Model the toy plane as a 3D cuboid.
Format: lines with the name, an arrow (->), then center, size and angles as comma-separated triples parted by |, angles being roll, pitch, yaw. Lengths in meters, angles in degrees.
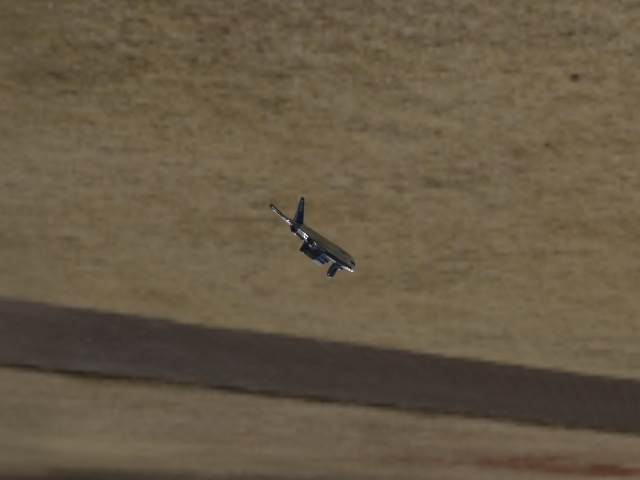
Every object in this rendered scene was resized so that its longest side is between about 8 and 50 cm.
toy plane -> -0.002, 0.002, 0.853 | 0.024, 0.084, 0.078 | -46, 132, 7
